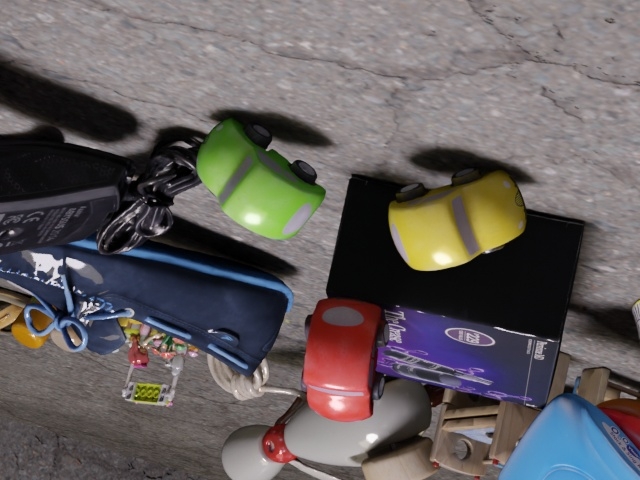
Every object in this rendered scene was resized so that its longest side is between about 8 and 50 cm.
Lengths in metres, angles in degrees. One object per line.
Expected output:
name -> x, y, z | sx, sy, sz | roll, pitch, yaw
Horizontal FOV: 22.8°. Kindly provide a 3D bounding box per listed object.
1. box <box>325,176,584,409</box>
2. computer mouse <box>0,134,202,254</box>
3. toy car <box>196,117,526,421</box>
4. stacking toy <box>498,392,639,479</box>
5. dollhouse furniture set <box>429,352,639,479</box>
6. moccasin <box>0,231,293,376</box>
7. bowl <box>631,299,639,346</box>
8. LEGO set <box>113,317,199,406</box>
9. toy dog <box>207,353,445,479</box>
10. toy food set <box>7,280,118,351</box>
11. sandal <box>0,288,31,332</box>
box -> 0.112, 0.051, 1.307 | 0.184, 0.103, 0.261 | 9, 164, 9
computer mouse -> -0.227, -0.037, 1.221 | 0.272, 0.072, 0.188 | -9, 163, -35
toy car -> 0.000, 0.000, 1.145 | 0.225, 0.239, 0.053 | 38, -158, -1
stacking toy -> 0.328, 0.197, 1.444 | 0.302, 0.175, 0.166 | -18, 148, -39
dollhouse furniture set -> 0.233, 0.193, 1.633 | 0.183, 0.129, 0.129 | 21, 163, -21
moccasin -> -0.188, 0.055, 1.463 | 0.342, 0.117, 0.138 | 15, -175, -19
bowl -> 0.340, 0.110, 1.339 | 0.170, 0.080, 0.170 | 13, 164, 4
LEGO set -> -0.192, 0.124, 1.814 | 0.132, 0.107, 0.287 | 21, 163, -22
toy dog -> 0.032, 0.199, 1.791 | 0.161, 0.220, 0.333 | -13, -166, -39
toy food set -> -0.246, 0.031, 1.627 | 0.111, 0.104, 0.232 | 27, 147, 5
sandal -> -0.381, 0.095, 1.993 | 0.180, 0.049, 0.072 | 14, 164, 3
